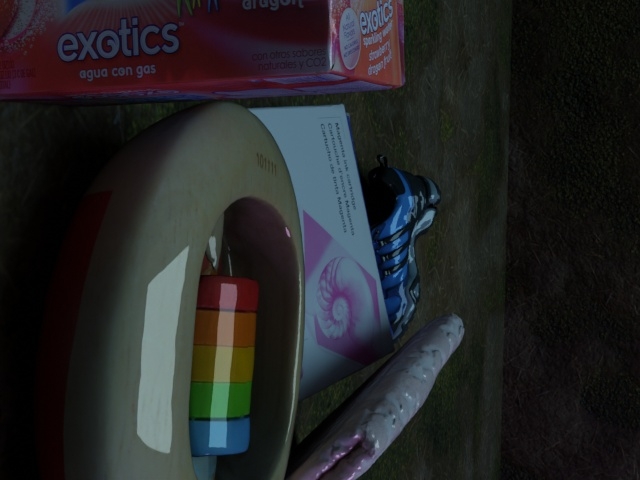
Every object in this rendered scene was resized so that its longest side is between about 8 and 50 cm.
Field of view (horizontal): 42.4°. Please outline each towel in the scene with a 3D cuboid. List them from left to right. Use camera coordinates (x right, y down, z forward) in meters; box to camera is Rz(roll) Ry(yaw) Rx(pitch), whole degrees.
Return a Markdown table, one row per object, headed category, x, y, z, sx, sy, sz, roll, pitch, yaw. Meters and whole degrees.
| category | x | y | z | sx | sy | sz | roll | pitch | yaw |
| --- | --- | --- | --- | --- | --- | --- | --- | --- | --- |
| towel | 0.017 | 0.237 | 0.941 | 0.053 | 0.317 | 0.332 | 45 | 26 | 6 |

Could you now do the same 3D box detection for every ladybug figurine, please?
| category | x | y | z | sx | sy | sz | roll | pitch | yaw |
| --- | --- | --- | --- | --- | --- | --- | --- | --- | --- |
| ladybug figurine | -0.129 | 0.104 | 0.711 | 0.305 | 0.162 | 0.449 | 29 | 64 | -65 |

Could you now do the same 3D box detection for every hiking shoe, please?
| category | x | y | z | sx | sy | sz | roll | pitch | yaw |
| --- | --- | --- | --- | --- | --- | --- | --- | --- | --- |
| hiking shoe | 0.096 | 0.024 | 1.355 | 0.132 | 0.113 | 0.304 | 21 | 76 | -34 |

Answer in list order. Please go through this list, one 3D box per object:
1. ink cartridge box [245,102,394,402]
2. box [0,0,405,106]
| category | x | y | z | sx | sy | sz | roll | pitch | yaw |
| --- | --- | --- | --- | --- | --- | --- | --- | --- | --- |
| ink cartridge box | 0.000 | 0.000 | 0.997 | 0.330 | 0.071 | 0.324 | -17 | 96 | -53 |
| box | -0.102 | -0.174 | 0.590 | 0.154 | 0.300 | 0.142 | -13 | 103 | -66 |
